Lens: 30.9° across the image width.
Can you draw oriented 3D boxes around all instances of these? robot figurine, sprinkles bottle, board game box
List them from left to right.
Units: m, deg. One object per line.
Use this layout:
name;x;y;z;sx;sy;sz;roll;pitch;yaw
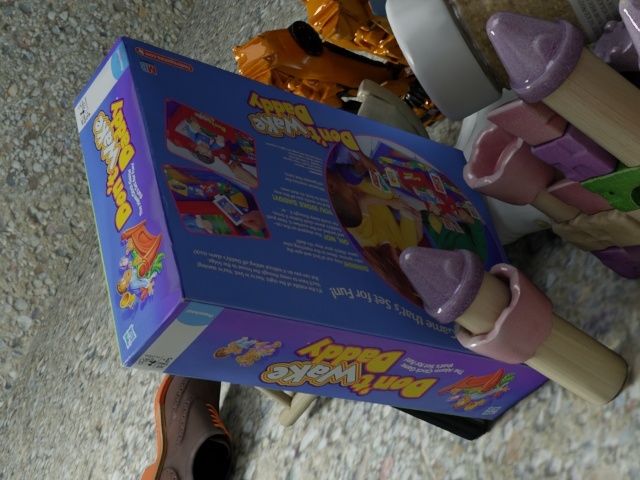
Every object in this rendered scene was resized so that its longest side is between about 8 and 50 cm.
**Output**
board game box;0.000;0.000;0.872;0.078;0.347;0.233;-45;47;34
robot figurine;0.058;-0.187;1.249;0.211;0.291;0.085;-33;61;35
sprinkles bottle;0.230;-0.230;0.923;0.355;0.121;0.121;-29;29;16

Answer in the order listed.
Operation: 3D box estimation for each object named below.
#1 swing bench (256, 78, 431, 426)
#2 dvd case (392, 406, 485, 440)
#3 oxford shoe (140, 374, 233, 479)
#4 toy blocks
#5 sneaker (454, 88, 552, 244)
swing bench;0.011;0.017;1.199;0.254;0.165;0.253;-33;31;40
dvd case;0.054;0.034;0.985;0.022;0.180;0.253;-43;33;34
oxford shoe;-0.138;0.233;1.365;0.098;0.097;0.271;-23;40;26
toy blocks;0.197;-0.079;0.741;0.288;0.260;0.309;-17;45;62
sneaker;0.208;-0.133;1.039;0.169;0.108;0.293;-16;55;59
